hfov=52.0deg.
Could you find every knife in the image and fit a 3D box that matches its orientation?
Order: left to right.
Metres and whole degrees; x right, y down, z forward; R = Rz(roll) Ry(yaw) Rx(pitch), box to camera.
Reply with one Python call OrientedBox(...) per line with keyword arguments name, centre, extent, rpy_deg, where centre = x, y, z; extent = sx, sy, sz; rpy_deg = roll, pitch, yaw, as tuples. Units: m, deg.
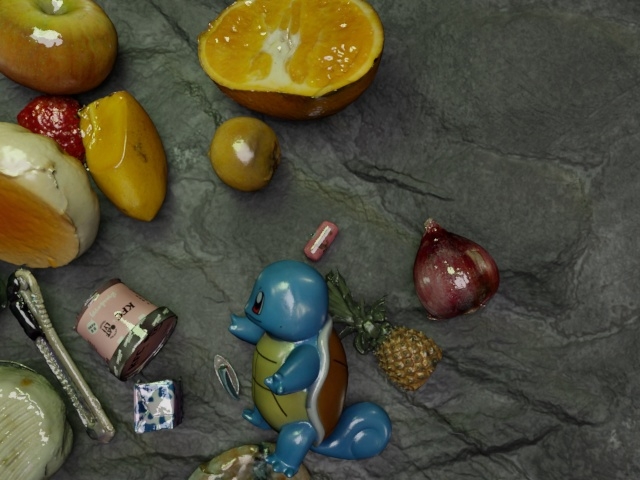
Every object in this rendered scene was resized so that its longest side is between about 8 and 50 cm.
OrientedBox(name="knife", centre=(-0.482, 0.217, 1.202), extent=(0.089, 0.043, 0.365), rpy_deg=(-24, 95, 39))

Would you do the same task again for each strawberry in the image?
OrientedBox(name="strawberry", centre=(-0.511, -0.199, 1.250), extent=(0.146, 0.082, 0.187), rpy_deg=(-1, 90, 3))

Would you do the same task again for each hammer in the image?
OrientedBox(name="hammer", centre=(0.000, 0.000, 1.273), extent=(0.043, 0.043, 0.083), rpy_deg=(35, 85, 0))

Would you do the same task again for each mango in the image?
OrientedBox(name="mango", centre=(-0.358, -0.155, 1.211), extent=(0.126, 0.154, 0.252), rpy_deg=(-21, 88, 15))

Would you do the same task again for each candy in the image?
OrientedBox(name="candy", centre=(-0.286, 0.292, 1.175), extent=(0.073, 0.160, 0.092), rpy_deg=(-5, 79, -7))

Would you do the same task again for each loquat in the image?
OrientedBox(name="loquat", centre=(-0.142, -0.160, 1.231), extent=(0.141, 0.141, 0.141), rpy_deg=(0, 85, -3))

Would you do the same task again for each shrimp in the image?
OrientedBox(name="shrimp", centre=(-0.171, 0.528, 1.208), extent=(0.360, 0.085, 0.247), rpy_deg=(-38, 95, -9))

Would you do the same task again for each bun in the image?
OrientedBox(name="bun", centre=(-0.559, 0.330, 1.166), extent=(0.239, 0.141, 0.239), rpy_deg=(0, 91, -1))
OrientedBox(name="bun", centre=(-0.520, -0.095, 1.155), extent=(0.299, 0.299, 0.165), rpy_deg=(16, 52, -2))

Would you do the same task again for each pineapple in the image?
OrientedBox(name="pineapple", centre=(0.089, 0.169, 1.233), extent=(0.277, 0.119, 0.130), rpy_deg=(38, 128, 2))

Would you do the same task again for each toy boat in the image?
OrientedBox(name="toy boat", centre=(-0.173, 0.256, 1.201), extent=(0.034, 0.122, 0.096), rpy_deg=(-27, 88, -7))

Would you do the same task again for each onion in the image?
OrientedBox(name="onion", centre=(0.242, 0.048, 1.229), extent=(0.159, 0.159, 0.195), rpy_deg=(-22, 77, -5))

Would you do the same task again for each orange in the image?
OrientedBox(name="orange", centre=(-0.041, -0.343, 1.198), extent=(0.310, 0.274, 0.274), rpy_deg=(-15, 85, 39))

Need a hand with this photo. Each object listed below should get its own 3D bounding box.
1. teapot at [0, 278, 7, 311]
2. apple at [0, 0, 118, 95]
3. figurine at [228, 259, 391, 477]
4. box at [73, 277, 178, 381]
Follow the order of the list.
OrientedBox(name="teapot", centre=(-0.655, 0.092, 1.189), extent=(0.165, 0.119, 0.130), rpy_deg=(21, 82, 0))
OrientedBox(name="apple", centre=(-0.493, -0.362, 1.201), extent=(0.235, 0.173, 0.210), rpy_deg=(33, 44, 8))
OrientedBox(name="figurine", centre=(-0.040, 0.248, 1.133), extent=(0.243, 0.298, 0.416), rpy_deg=(-26, 108, -4))
OrientedBox(name="box", centre=(-0.358, 0.155, 1.193), extent=(0.135, 0.151, 0.151), rpy_deg=(38, 84, 10))
